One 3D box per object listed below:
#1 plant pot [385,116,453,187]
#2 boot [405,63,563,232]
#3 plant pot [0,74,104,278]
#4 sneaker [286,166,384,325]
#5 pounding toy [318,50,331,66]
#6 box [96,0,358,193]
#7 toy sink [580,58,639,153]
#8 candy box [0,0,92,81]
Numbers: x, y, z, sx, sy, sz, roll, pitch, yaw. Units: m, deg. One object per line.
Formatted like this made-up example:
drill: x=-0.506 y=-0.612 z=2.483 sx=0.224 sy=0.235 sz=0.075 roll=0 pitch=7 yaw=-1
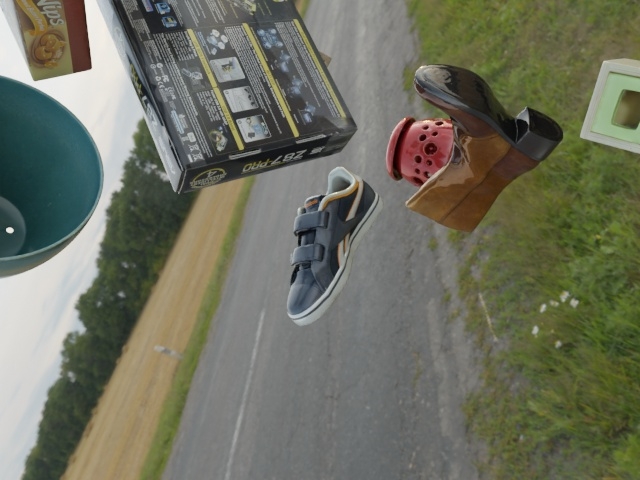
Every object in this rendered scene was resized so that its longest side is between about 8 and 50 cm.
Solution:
plant pot: x=0.273 y=-0.225 z=1.466 sx=0.191 sy=0.174 sz=0.191 roll=-44 pitch=-36 yaw=-44
boot: x=0.228 y=-0.150 z=1.005 sx=0.280 sy=0.264 sz=0.096 roll=125 pitch=160 yaw=-51
plant pot: x=-0.474 y=-0.059 z=0.792 sx=0.195 sy=0.290 sz=0.290 roll=-43 pitch=26 yaw=47
sneaker: x=0.000 y=0.000 z=1.066 sx=0.126 sy=0.127 sz=0.321 roll=-16 pitch=37 yaw=48
pounding toy: x=-0.087 y=-0.416 z=1.250 sx=0.181 sy=0.206 sz=0.094 roll=-62 pitch=23 yaw=12
box: x=-0.160 y=-0.302 z=0.965 sx=0.394 sy=0.319 sz=0.097 roll=64 pitch=153 yaw=11
toy sink: x=0.641 y=-0.241 z=1.071 sx=0.234 sy=0.131 sz=0.152 roll=28 pitch=124 yaw=36
candy box: x=-0.404 y=-0.396 z=0.753 sx=0.316 sy=0.088 sz=0.183 roll=61 pitch=154 yaw=14
